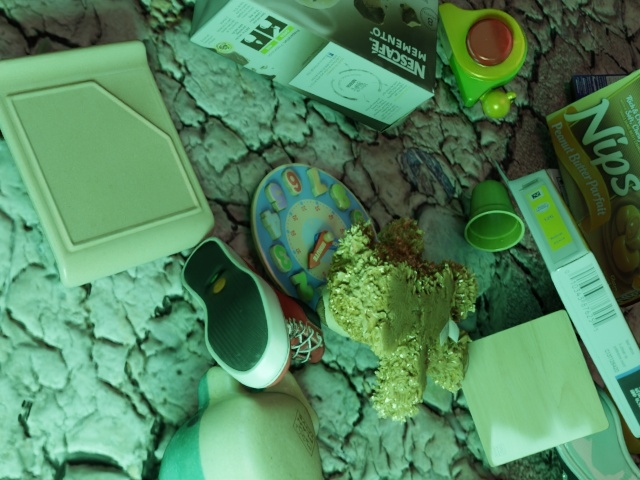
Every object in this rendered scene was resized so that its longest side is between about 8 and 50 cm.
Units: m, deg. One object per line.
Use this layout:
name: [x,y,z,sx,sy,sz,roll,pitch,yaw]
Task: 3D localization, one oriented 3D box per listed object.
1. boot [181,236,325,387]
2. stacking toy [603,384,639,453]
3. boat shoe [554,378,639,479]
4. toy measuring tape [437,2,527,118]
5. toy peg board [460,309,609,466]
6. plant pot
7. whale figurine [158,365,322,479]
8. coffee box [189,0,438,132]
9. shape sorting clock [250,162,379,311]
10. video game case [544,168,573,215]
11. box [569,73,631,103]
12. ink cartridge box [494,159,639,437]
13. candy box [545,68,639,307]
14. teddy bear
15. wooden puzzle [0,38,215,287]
boot: [-0.041,0.102,1.320,0.176,0.088,0.244,38,9,-29]
stacking toy: [0.594,0.275,1.918,0.309,0.130,0.280,-34,96,-47]
boat shoe: [0.374,0.307,1.713,0.114,0.091,0.303,-27,87,-24]
toy measuring tape: [0.227,-0.339,1.847,0.121,0.121,0.330,-9,78,-47]
toy peg board: [0.276,0.195,1.640,0.079,0.160,0.161,29,41,-73]
plant pot: [0.241,-0.041,1.760,0.083,0.083,0.079,32,39,-31]
whale figurine: [-0.077,0.229,1.286,0.216,0.141,0.272,59,18,-14]
coffee box: [-0.001,-0.279,1.570,0.297,0.119,0.168,23,56,-28]
shape sorting clock: [0.000,0.000,1.517,0.206,0.040,0.206,22,57,-38]
video game case: [0.428,-0.020,1.973,0.173,0.022,0.190,-1,71,-45]
box: [0.531,-0.211,2.060,0.225,0.036,0.136,-3,67,-2]
ink cartridge box: [0.352,0.060,1.680,0.304,0.072,0.307,56,14,-29]
candy box: [0.470,-0.076,1.888,0.087,0.183,0.317,6,67,-44]
teddy bear: [0.095,0.086,1.497,0.338,0.113,0.245,-12,102,-61]
wooden puzzle: [-0.232,-0.086,1.328,0.221,0.044,0.239,-20,91,-48]
